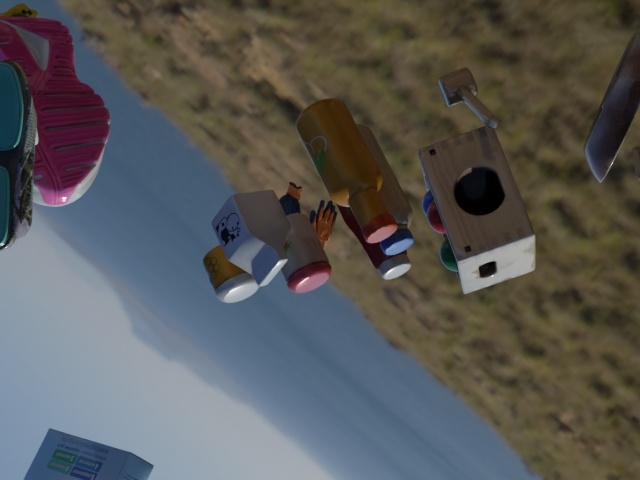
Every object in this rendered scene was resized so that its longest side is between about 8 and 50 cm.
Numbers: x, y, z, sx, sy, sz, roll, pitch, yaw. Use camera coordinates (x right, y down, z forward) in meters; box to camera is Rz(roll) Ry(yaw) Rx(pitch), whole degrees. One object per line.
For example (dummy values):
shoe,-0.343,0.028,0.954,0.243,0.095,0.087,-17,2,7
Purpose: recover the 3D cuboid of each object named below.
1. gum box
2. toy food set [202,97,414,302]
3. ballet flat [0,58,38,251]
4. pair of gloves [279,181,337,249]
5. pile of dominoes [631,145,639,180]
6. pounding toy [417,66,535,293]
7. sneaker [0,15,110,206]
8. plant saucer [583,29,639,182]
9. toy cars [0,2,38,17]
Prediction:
gum box,-0.275,0.301,1.384,0.157,0.184,0.041,5,154,46
toy food set,0.000,0.000,0.988,0.232,0.111,0.104,-49,59,45
ballet flat,-0.188,-0.051,0.788,0.041,0.114,0.041,5,-176,0
pair of gloves,-0.020,-0.029,1.693,0.083,0.074,0.010,26,-151,13
pile of dominoes,0.409,-0.006,1.402,0.251,0.040,0.196,53,-156,-24
pounding toy,0.141,-0.072,1.337,0.181,0.094,0.206,62,-171,-71
sneaker,-0.263,-0.106,1.233,0.252,0.103,0.111,-112,29,-47
plant saucer,0.342,-0.162,1.485,0.036,0.199,0.198,23,170,7
toy cars,-0.565,-0.205,1.880,0.087,0.394,0.176,43,180,-22
